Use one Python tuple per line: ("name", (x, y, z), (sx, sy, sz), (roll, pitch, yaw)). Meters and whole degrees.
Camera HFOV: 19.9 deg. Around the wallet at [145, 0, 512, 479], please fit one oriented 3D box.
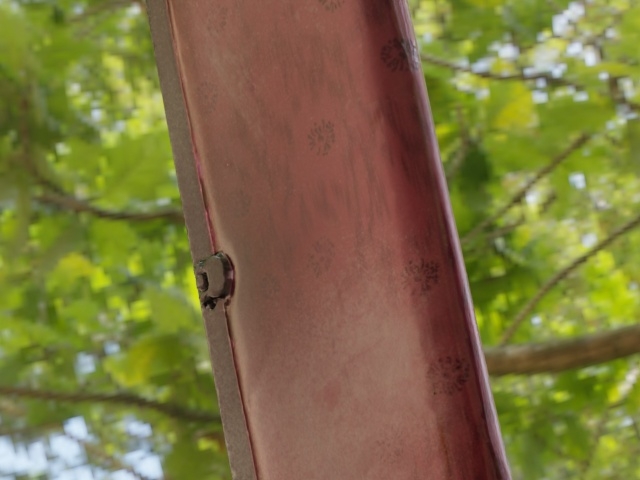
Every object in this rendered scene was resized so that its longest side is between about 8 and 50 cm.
("wallet", (0.000, 0.000, 0.585), (0.119, 0.025, 0.232), (-24, -107, 46))
